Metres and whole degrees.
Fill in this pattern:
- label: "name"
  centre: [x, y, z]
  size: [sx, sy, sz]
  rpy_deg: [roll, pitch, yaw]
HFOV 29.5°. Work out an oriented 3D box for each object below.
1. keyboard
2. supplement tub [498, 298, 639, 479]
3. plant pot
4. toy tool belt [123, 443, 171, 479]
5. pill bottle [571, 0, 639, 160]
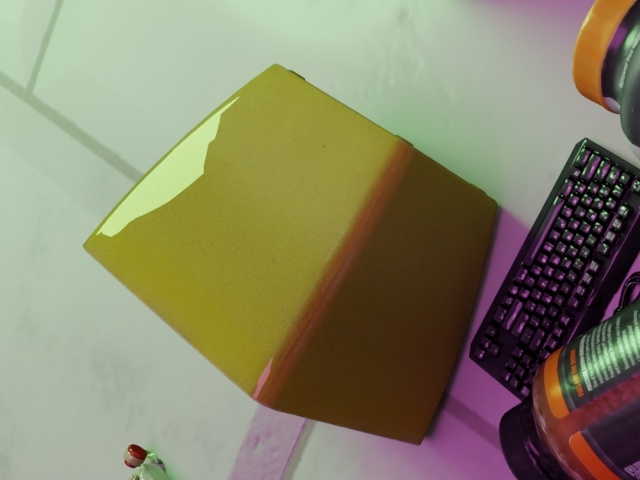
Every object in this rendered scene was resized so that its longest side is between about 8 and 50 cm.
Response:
- label: "keyboard"
  centre: [0.175, 0.030, 0.833]
  size: [0.108, 0.023, 0.180]
  rpy_deg: [37, 111, 36]
- label: "supplement tub"
  centre: [0.204, 0.092, 0.748]
  size: [0.198, 0.106, 0.106]
  rpy_deg: [-37, 64, 32]
- label: "plant pot"
  centre: [0.000, 0.000, 0.878]
  size: [0.212, 0.212, 0.187]
  rpy_deg: [35, 96, 37]
- label: "toy tool belt"
  centre: [-0.159, 0.227, 1.082]
  size: [0.083, 0.052, 0.051]
  rpy_deg: [42, 104, 35]
- label: "pill bottle"
  centre: [0.264, -0.075, 0.696]
  size: [0.245, 0.130, 0.131]
  rpy_deg: [34, 108, 37]
